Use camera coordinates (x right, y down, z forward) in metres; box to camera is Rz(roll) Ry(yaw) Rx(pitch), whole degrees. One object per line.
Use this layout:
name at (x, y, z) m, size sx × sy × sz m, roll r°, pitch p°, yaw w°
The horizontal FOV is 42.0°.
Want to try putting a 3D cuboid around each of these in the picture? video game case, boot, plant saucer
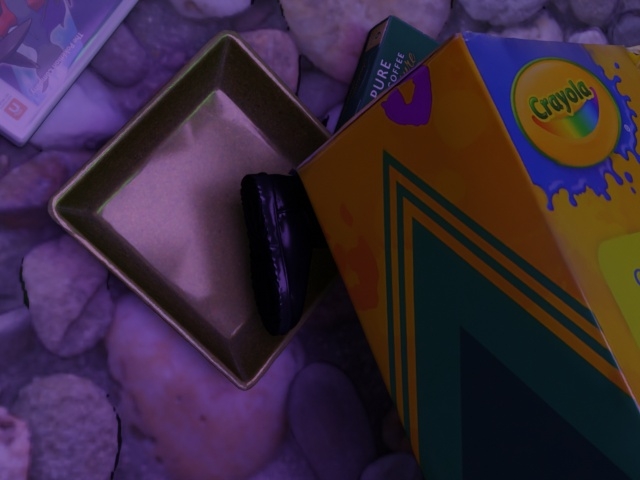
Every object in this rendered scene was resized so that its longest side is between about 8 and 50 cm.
video game case at (-0.220, -0.197, 0.566) m, size 0.183 × 0.023 × 0.201 m, roll 37°, pitch 71°, yaw -17°
boot at (0.000, 0.000, 0.587) m, size 0.099 × 0.045 × 0.121 m, roll -7°, pitch 87°, yaw -29°
plant saucer at (-0.068, -0.022, 0.606) m, size 0.188 × 0.045 × 0.188 m, roll 46°, pitch 69°, yaw -15°

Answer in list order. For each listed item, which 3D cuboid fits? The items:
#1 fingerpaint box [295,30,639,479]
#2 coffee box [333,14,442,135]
fingerpaint box at (0.250, 0.062, 0.574) m, size 0.444 × 0.163 × 0.371 m, roll -11°, pitch 73°, yaw -42°
coffee box at (0.108, -0.095, 0.698) m, size 0.184 × 0.040 × 0.113 m, roll 23°, pitch 75°, yaw -22°
